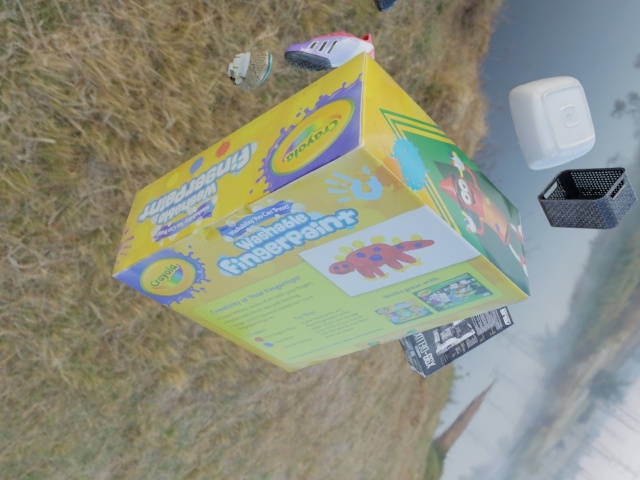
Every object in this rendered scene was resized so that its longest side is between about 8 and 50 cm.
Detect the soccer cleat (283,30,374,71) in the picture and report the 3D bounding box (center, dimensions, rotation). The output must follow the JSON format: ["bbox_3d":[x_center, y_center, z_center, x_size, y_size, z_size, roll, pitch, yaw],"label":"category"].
[{"bbox_3d":[0.027,-0.542,1.939,0.318,0.108,0.117,-5,96,-38],"label":"soccer cleat"}]

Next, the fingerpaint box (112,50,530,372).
[{"bbox_3d":[0.000,0.000,0.963,0.444,0.163,0.371,-24,135,35],"label":"fingerpaint box"}]

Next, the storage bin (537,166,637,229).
[{"bbox_3d":[0.607,-0.096,1.560,0.122,0.180,0.084,-44,115,-23],"label":"storage bin"}]

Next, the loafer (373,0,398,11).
[{"bbox_3d":[0.165,-0.676,1.821,0.078,0.223,0.076,-24,129,7],"label":"loafer"}]

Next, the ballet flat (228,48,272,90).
[{"bbox_3d":[-0.149,-0.342,1.374,0.206,0.067,0.073,176,-75,-73],"label":"ballet flat"}]

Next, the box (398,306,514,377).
[{"bbox_3d":[0.253,0.100,1.462,0.242,0.076,0.308,-28,104,-14],"label":"box"}]

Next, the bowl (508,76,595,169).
[{"bbox_3d":[0.375,-0.190,1.077,0.142,0.142,0.053,-18,-176,-29],"label":"bowl"}]
